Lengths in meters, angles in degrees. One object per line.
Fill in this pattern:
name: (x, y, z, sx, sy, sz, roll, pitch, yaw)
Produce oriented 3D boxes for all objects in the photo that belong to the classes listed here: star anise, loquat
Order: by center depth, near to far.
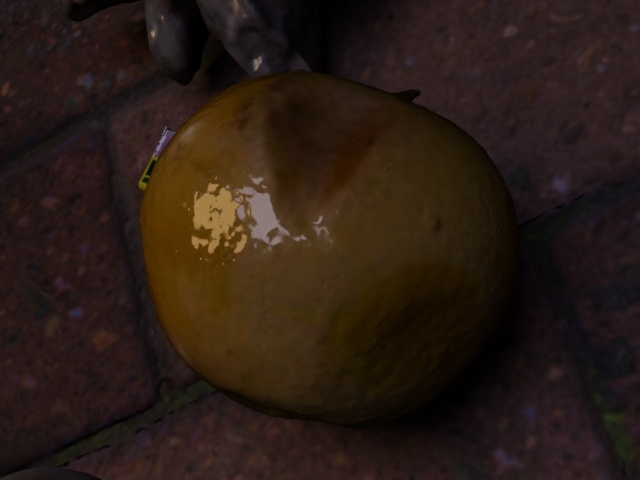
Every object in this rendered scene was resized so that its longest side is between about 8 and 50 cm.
loquat: (0.003, 0.000, 0.750, 0.213, 0.213, 0.213, -12, 61, 22)
star anise: (-0.085, -0.248, 0.888, 0.316, 0.139, 0.359, -27, 87, 28)

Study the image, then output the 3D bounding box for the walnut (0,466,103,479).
walnut: (-0.115, 0.234, 0.681, 0.248, 0.248, 0.248, -12, 61, 22)

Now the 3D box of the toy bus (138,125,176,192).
toy bus: (-0.066, -0.035, 0.896, 0.102, 0.052, 0.058, 20, 79, 35)
